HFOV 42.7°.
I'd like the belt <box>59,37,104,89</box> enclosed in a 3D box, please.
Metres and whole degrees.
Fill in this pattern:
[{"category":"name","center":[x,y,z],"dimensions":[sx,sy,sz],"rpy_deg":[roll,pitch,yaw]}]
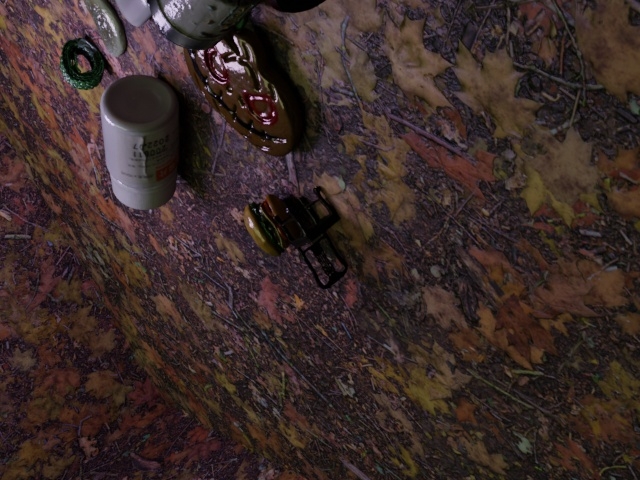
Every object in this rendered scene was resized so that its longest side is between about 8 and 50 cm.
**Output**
[{"category":"belt","center":[-0.706,-0.518,2.416],"dimensions":[0.151,0.121,0.079],"rpy_deg":[64,157,4]}]

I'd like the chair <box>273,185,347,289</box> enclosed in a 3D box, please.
[{"category":"chair","center":[0.000,0.000,1.977],"dimensions":[0.229,0.106,0.113],"rpy_deg":[55,153,-7]}]

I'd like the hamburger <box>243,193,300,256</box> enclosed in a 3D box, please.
[{"category":"hamburger","center":[-0.122,-0.039,2.065],"dimensions":[0.162,0.115,0.162],"rpy_deg":[56,-175,-8]}]

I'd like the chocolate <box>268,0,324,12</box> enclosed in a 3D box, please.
[{"category":"chocolate","center":[-0.040,-0.488,1.503],"dimensions":[0.080,0.125,0.149],"rpy_deg":[22,103,57]}]

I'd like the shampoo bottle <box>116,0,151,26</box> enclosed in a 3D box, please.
[{"category":"shampoo bottle","center":[-0.435,-0.601,1.992],"dimensions":[0.221,0.051,0.108],"rpy_deg":[-12,110,60]}]

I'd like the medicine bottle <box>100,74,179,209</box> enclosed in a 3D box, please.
[{"category":"medicine bottle","center":[-0.501,-0.267,2.301],"dimensions":[0.211,0.211,0.371],"rpy_deg":[42,150,18]}]

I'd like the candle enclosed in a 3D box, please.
[{"category":"candle","center":[-0.198,-0.516,1.601],"dimensions":[0.330,0.187,0.187],"rpy_deg":[-25,101,52]}]

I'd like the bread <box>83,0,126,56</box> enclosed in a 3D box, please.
[{"category":"bread","center":[-0.585,-0.592,2.240],"dimensions":[0.112,0.036,0.193],"rpy_deg":[11,131,49]}]

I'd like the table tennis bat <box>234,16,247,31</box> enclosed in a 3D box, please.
[{"category":"table tennis bat","center":[-0.254,-0.563,1.790],"dimensions":[0.257,0.039,0.160],"rpy_deg":[46,149,6]}]

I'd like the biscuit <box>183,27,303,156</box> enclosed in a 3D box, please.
[{"category":"biscuit","center":[-0.182,-0.355,1.863],"dimensions":[0.367,0.063,0.314],"rpy_deg":[45,156,9]}]
